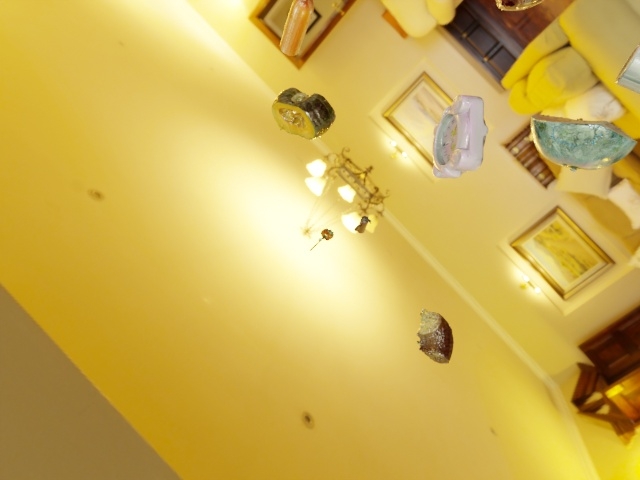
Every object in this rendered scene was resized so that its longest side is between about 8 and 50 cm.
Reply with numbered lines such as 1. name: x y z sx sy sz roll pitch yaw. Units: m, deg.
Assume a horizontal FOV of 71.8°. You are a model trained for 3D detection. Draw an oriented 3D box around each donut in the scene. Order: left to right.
1. donut: 0.465 0.378 1.753 0.144 0.187 0.126 24 163 -13

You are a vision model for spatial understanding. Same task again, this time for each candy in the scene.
1. candy: 0.000 0.000 1.732 0.055 0.049 0.184 18 -149 19

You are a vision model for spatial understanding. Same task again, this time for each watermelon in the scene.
1. watermelon: 0.829 -0.307 1.452 0.321 0.175 0.188 20 -151 39

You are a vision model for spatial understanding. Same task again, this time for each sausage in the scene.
1. sausage: -0.073 -0.698 1.416 0.071 0.234 0.071 6 -111 -16

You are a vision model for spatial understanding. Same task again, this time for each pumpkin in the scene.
1. pumpkin: -0.076 -0.566 2.026 0.317 0.139 0.222 24 151 36

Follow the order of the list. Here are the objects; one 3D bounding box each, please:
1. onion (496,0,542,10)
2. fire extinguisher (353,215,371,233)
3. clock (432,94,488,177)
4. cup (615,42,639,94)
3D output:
1. onion: 0.583 -0.806 1.165 0.282 0.260 0.337 -82 -23 -46
2. fire extinguisher: 0.137 -0.052 1.491 0.173 0.048 0.035 93 169 -77
3. clock: 0.545 -0.398 1.785 0.113 0.296 0.322 3 175 -9
4. cup: 1.124 -0.563 1.460 0.202 0.167 0.221 30 -173 17
